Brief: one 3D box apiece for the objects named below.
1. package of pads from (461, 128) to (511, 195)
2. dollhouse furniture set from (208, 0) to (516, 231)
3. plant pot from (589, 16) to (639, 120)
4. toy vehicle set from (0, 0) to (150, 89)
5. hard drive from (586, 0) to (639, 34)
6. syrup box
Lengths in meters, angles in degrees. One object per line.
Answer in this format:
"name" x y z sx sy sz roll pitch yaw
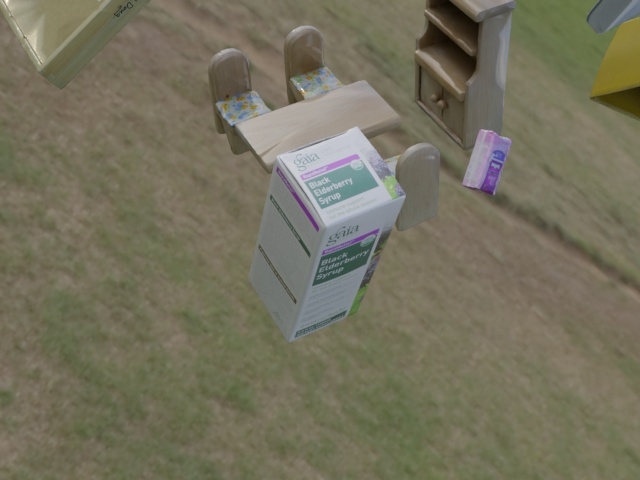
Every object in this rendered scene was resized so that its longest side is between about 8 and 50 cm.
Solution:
"package of pads" 0.227 -0.106 1.434 0.050 0.083 0.032 15 5 -46
"dollhouse furniture set" 0.071 -0.228 1.563 0.394 0.256 0.362 -21 46 -18
"plant pot" 0.755 -0.388 2.336 0.212 0.187 0.212 17 -12 -30
"toy vehicle set" -0.224 -0.304 1.127 0.035 0.267 0.166 37 13 -50
"hard drive" 0.621 -0.486 1.786 0.353 0.233 0.047 -30 75 -36
"syrup box" 0.000 0.000 1.082 0.093 0.237 0.096 -23 66 -24
